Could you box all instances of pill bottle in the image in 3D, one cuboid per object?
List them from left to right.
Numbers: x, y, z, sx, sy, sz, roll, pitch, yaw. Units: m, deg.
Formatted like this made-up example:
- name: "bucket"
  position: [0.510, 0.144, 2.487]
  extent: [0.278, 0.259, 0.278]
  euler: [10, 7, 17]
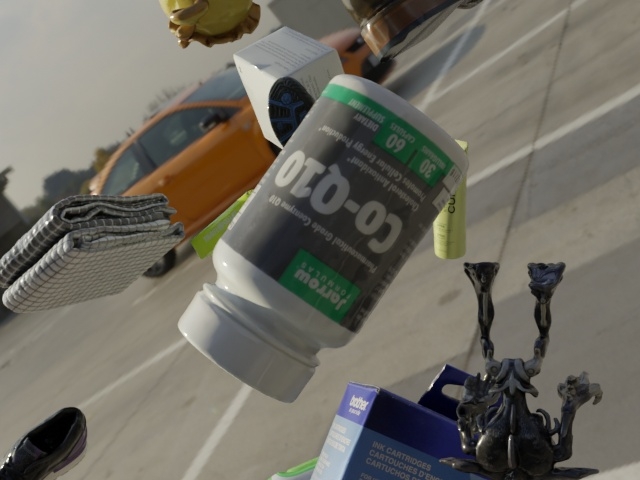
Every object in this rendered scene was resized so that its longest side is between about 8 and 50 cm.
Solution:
- name: "pill bottle"
  position: [0.000, 0.000, 0.989]
  extent: [0.361, 0.204, 0.204]
  euler: [-56, 13, -1]

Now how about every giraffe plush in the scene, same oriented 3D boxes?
- name: "giraffe plush"
  position: [-0.087, -0.265, 0.776]
  extent: [0.170, 0.210, 0.181]
  euler: [-36, -17, -1]

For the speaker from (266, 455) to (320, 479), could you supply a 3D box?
- name: "speaker"
  position: [0.043, 0.470, 1.607]
  extent: [0.297, 0.131, 0.131]
  euler: [-22, 12, -2]

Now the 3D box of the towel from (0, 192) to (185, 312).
- name: "towel"
  position: [-0.414, 0.012, 1.475]
  extent: [0.235, 0.121, 0.284]
  euler: [-37, -13, 32]

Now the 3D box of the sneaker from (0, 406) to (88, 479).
- name: "sneaker"
  position: [-0.497, 0.375, 1.324]
  extent: [0.283, 0.107, 0.124]
  euler: [-47, -13, -40]

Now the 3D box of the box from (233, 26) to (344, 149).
- name: "box"
  position: [-0.039, -0.251, 1.428]
  extent: [0.119, 0.182, 0.181]
  euler: [-32, 38, -15]

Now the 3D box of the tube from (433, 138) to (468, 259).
- name: "tube"
  position: [0.238, -0.081, 1.529]
  extent: [0.070, 0.240, 0.062]
  euler: [-2, 28, 6]

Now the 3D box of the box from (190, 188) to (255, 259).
- name: "box"
  position: [-0.120, -0.037, 1.340]
  extent: [0.178, 0.042, 0.109]
  euler: [-36, -8, 35]

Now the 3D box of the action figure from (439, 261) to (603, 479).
- name: "action figure"
  position: [0.217, 0.161, 0.879]
  extent: [0.164, 0.275, 0.141]
  euler: [-1, -3, 26]

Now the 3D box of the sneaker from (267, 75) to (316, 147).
- name: "sneaker"
  position: [-0.008, -0.154, 1.241]
  extent: [0.080, 0.211, 0.081]
  euler: [-28, 13, 19]

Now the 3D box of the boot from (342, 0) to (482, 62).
- name: "boot"
  position: [0.088, -0.221, 0.590]
  extent: [0.219, 0.106, 0.082]
  euler: [-38, 0, -34]

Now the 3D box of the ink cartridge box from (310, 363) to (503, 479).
- name: "ink cartridge box"
  position: [0.119, 0.362, 1.076]
  extent: [0.395, 0.270, 0.151]
  euler: [-67, 11, -12]
